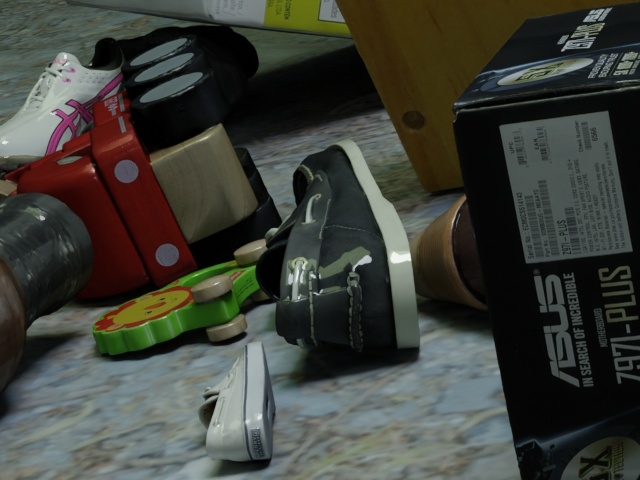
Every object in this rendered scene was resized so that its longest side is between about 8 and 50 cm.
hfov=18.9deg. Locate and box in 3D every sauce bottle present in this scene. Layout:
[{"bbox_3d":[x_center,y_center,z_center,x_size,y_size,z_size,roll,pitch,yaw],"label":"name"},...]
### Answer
[{"bbox_3d":[-0.224,0.060,0.972,0.111,0.111,0.344,-6,17,22],"label":"sauce bottle"}]

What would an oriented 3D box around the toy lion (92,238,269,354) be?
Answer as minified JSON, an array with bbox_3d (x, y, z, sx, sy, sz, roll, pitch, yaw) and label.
[{"bbox_3d":[-0.079,0.037,1.095,0.096,0.034,0.100,-13,14,26],"label":"toy lion"}]

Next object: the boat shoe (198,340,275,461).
[{"bbox_3d":[-0.041,0.078,0.914,0.035,0.035,0.100,-9,23,3],"label":"boat shoe"}]

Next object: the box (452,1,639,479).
[{"bbox_3d":[0.119,0.008,0.761,0.078,0.180,0.147,-7,17,20],"label":"box"}]

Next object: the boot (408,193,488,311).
[{"bbox_3d":[0.174,-0.046,1.013,0.248,0.090,0.207,-39,12,-30],"label":"boot"}]

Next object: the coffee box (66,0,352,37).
[{"bbox_3d":[0.011,-0.340,1.603,0.334,0.338,0.338,3,8,-27],"label":"coffee box"}]

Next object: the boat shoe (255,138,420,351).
[{"bbox_3d":[0.000,0.000,1.057,0.079,0.084,0.233,-13,19,-2],"label":"boat shoe"}]

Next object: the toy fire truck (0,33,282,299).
[{"bbox_3d":[-0.172,-0.039,1.241,0.246,0.158,0.217,-25,17,-1],"label":"toy fire truck"}]

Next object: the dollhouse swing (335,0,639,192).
[{"bbox_3d":[0.224,-0.215,1.252,0.347,0.315,0.305,-11,36,24],"label":"dollhouse swing"}]

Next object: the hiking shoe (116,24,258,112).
[{"bbox_3d":[-0.101,-0.158,1.671,0.114,0.086,0.227,-21,18,-22],"label":"hiking shoe"}]

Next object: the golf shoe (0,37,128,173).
[{"bbox_3d":[-0.224,-0.111,1.607,0.067,0.086,0.186,-1,21,34],"label":"golf shoe"}]
